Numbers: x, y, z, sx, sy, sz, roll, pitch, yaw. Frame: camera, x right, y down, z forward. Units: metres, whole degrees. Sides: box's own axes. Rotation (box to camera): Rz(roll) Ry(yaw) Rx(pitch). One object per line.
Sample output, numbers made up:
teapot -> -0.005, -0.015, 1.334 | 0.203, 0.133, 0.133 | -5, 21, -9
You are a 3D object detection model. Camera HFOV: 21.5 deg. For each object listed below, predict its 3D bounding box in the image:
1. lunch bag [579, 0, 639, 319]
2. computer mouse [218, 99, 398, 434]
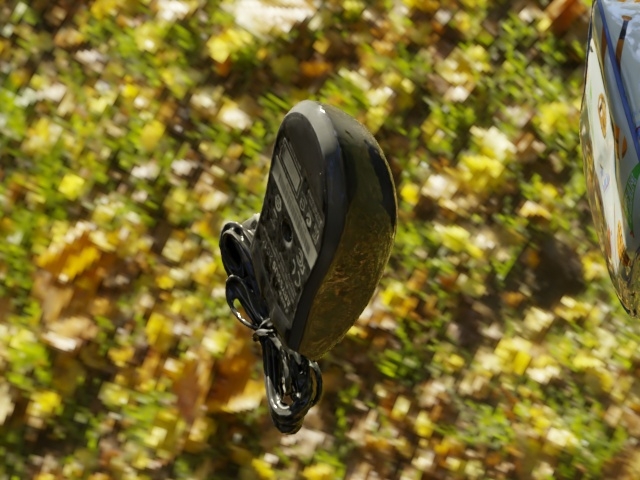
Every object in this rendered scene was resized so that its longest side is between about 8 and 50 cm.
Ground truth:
lunch bag -> 0.281, -0.078, 1.384 | 0.115, 0.303, 0.243 | -9, 71, 1
computer mouse -> 0.000, 0.000, 1.221 | 0.272, 0.072, 0.188 | 112, 145, -52
